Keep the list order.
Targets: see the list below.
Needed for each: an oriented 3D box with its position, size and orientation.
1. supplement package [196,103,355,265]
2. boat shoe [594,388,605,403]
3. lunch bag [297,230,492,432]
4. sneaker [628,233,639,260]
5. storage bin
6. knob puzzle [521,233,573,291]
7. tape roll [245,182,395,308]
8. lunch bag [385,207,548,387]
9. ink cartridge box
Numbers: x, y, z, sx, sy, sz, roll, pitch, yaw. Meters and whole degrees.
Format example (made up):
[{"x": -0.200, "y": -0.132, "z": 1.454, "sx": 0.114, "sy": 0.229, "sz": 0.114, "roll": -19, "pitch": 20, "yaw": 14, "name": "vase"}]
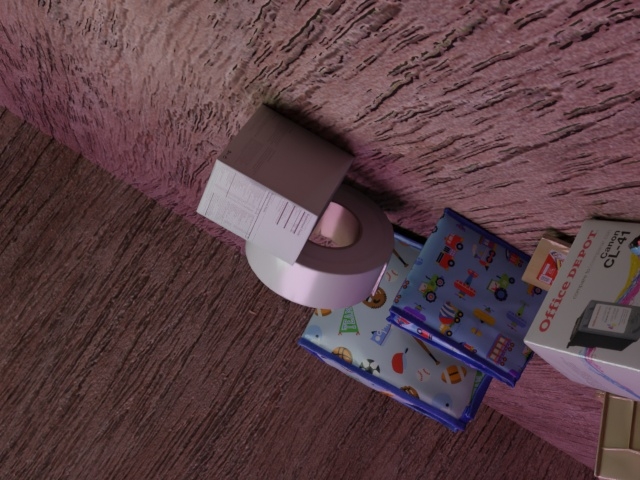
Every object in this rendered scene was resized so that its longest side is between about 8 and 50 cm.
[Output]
[{"x": -0.080, "y": -0.103, "z": 1.719, "sx": 0.203, "sy": 0.194, "sz": 0.149, "roll": 30, "pitch": 135, "yaw": 1, "name": "supplement package"}, {"x": 0.762, "y": 0.434, "z": 2.370, "sx": 0.170, "sy": 0.059, "sz": 0.063, "roll": 30, "pitch": 169, "yaw": 3, "name": "boat shoe"}, {"x": 0.208, "y": 0.188, "z": 2.020, "sx": 0.385, "sy": 0.328, "sz": 0.239, "roll": 23, "pitch": 171, "yaw": 25, "name": "lunch bag"}, {"x": 0.466, "y": 0.019, "z": 1.109, "sx": 0.125, "sy": 0.104, "sz": 0.262, "roll": 59, "pitch": 166, "yaw": -2, "name": "sneaker"}, {"x": 0.687, "y": 0.424, "z": 2.038, "sx": 0.123, "sy": 0.260, "sz": 0.262, "roll": 4, "pitch": 157, "yaw": 27, "name": "storage bin"}, {"x": 0.450, "y": 0.059, "z": 1.585, "sx": 0.213, "sy": 0.030, "sz": 0.213, "roll": 23, "pitch": 155, "yaw": 11, "name": "knob puzzle"}, {"x": 0.000, "y": 0.000, "z": 1.851, "sx": 0.286, "sy": 0.286, "sz": 0.100, "roll": 28, "pitch": 130, "yaw": 10, "name": "tape roll"}, {"x": 0.302, "y": 0.115, "z": 1.736, "sx": 0.293, "sy": 0.221, "sz": 0.138, "roll": 29, "pitch": 169, "yaw": 8, "name": "lunch bag"}, {"x": 0.459, "y": 0.100, "z": 1.275, "sx": 0.131, "sy": 0.226, "sz": 0.306, "roll": 37, "pitch": 166, "yaw": -29, "name": "ink cartridge box"}]
